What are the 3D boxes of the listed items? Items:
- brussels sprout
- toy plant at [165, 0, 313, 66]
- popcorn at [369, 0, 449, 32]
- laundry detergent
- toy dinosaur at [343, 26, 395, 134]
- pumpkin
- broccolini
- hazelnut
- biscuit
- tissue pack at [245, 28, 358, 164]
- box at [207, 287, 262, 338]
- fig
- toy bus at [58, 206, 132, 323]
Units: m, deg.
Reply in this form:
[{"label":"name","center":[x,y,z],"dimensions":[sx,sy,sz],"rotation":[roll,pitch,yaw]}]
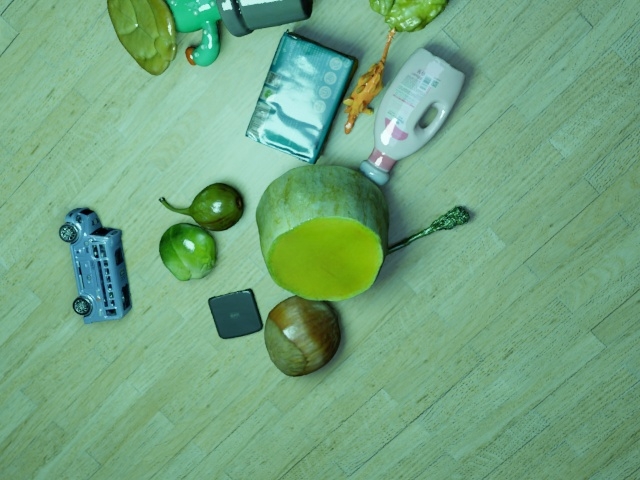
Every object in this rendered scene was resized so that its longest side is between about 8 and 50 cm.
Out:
[{"label":"brussels sprout","center":[-0.335,0.023,1.971],"dimensions":[0.155,0.117,0.155],"rotation":[0,131,0]},{"label":"toy plant","center":[-0.224,-0.557,1.803],"dimensions":[0.400,0.185,0.279],"rotation":[-3,123,14]},{"label":"popcorn","center":[0.203,-0.579,1.772],"dimensions":[0.197,0.155,0.197],"rotation":[-5,113,-11]},{"label":"laundry detergent","center":[0.208,-0.289,1.864],"dimensions":[0.159,0.088,0.335],"rotation":[30,105,-2]},{"label":"toy dinosaur","center":[0.110,-0.360,1.817],"dimensions":[0.070,0.117,0.288],"rotation":[30,128,3]},{"label":"pumpkin","center":[0.000,0.000,1.840],"dimensions":[0.332,0.199,0.332],"rotation":[3,125,4]},{"label":"broccolini","center":[0.261,-0.022,1.940],"dimensions":[0.239,0.054,0.051],"rotation":[-26,64,13]},{"label":"hazelnut","center":[-0.046,0.238,1.968],"dimensions":[0.214,0.176,0.214],"rotation":[-15,121,-26]},{"label":"biscuit","center":[-0.432,-0.513,1.848],"dimensions":[0.260,0.041,0.203],"rotation":[42,137,21]},{"label":"tissue pack","center":[-0.044,-0.345,1.850],"dimensions":[0.192,0.134,0.271],"rotation":[23,104,-1]},{"label":"box","center":[-0.225,0.196,2.047],"dimensions":[0.126,0.027,0.125],"rotation":[-14,103,7]},{"label":"fig","center":[-0.312,-0.086,1.953],"dimensions":[0.236,0.124,0.124],"rotation":[2,103,17]},{"label":"toy bus","center":[-0.576,0.059,1.998],"dimensions":[0.133,0.125,0.292],"rotation":[-5,103,5]}]
